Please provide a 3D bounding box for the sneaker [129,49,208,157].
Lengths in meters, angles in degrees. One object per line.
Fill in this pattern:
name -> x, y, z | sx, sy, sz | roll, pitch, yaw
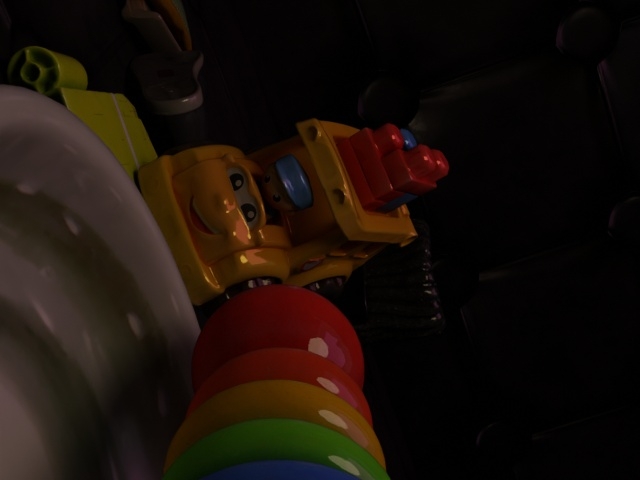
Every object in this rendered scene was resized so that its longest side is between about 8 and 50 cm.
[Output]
sneaker -> -0.164, -0.135, 1.238 | 0.222, 0.083, 0.118 | -103, -172, -64

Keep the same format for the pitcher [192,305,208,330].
pitcher -> -0.091, 0.054, 1.131 | 0.178, 0.125, 0.207 | 35, -9, 27

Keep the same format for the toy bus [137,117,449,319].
toy bus -> -0.008, -0.035, 0.929 | 0.220, 0.211, 0.149 | 4, 62, -60

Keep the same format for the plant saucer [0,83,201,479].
plant saucer -> -0.123, 0.142, 0.453 | 0.400, 0.100, 0.400 | -10, 90, -82

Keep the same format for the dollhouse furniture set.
dollhouse furniture set -> -0.178, -0.352, 1.314 | 0.301, 0.151, 0.197 | 61, 12, -61

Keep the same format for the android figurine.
android figurine -> -0.171, -0.033, 0.880 | 0.273, 0.056, 0.248 | -54, 125, -82

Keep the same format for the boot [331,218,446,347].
boot -> 0.001, 0.003, 1.344 | 0.131, 0.260, 0.348 | 64, 10, -51

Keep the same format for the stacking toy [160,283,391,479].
stacking toy -> -0.015, 0.113, 0.460 | 0.330, 0.141, 0.141 | -92, 163, -64
